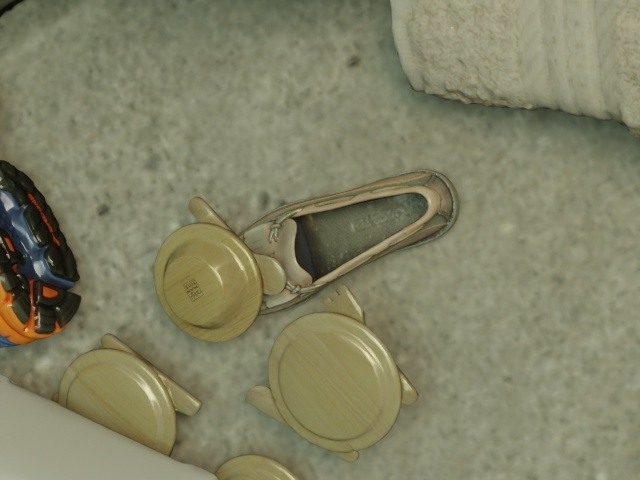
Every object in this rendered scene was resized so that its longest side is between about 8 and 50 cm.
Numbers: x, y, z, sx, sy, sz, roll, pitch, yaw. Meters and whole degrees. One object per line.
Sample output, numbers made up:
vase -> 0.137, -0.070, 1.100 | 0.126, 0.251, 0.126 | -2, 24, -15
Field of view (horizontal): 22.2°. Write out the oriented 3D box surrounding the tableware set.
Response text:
tableware set -> -0.042, 0.071, 0.734 | 0.141, 0.020, 0.168 | 40, 118, 12

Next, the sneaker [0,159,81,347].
sneaker -> -0.198, -0.043, 0.755 | 0.087, 0.083, 0.221 | -27, 83, 22

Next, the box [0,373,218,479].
box -> -0.142, 0.165, 0.730 | 0.130, 0.091, 0.170 | 23, 109, 12

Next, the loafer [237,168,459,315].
loafer -> 0.000, 0.000, 0.725 | 0.125, 0.039, 0.045 | -23, 86, 14

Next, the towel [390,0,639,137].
towel -> 0.104, -0.163, 0.586 | 0.187, 0.049, 0.282 | 17, 127, 34
